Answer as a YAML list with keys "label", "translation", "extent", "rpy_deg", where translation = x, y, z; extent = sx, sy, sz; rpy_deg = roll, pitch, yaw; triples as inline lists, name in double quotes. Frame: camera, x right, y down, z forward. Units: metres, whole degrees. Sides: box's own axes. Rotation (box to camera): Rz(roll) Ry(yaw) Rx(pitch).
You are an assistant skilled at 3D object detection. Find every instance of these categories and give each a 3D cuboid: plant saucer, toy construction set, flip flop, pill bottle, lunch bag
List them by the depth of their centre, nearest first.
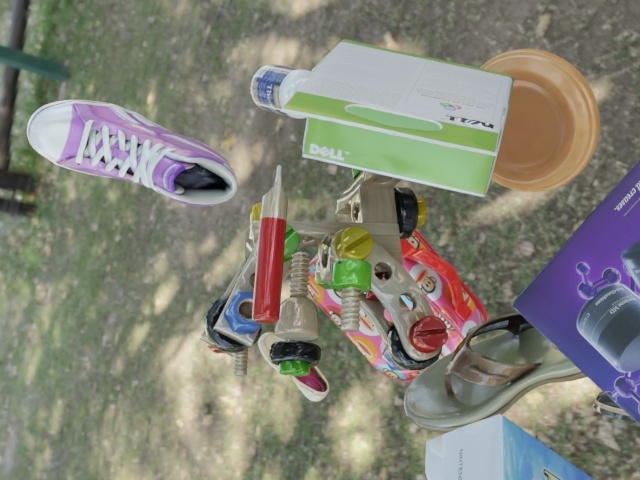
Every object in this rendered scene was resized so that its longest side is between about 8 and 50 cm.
- label: "toy construction set"
  translation: [0.000, 0.000, 0.917]
  extent: [0.257, 0.309, 0.237]
  rpy_deg: [0, 73, 10]
- label: "flip flop"
  translation: [0.202, 0.122, 0.972]
  extent: [0.277, 0.080, 0.112]
  rpy_deg: [-28, 32, 32]
- label: "plant saucer"
  translation: [0.277, -0.159, 1.228]
  extent: [0.200, 0.037, 0.200]
  rpy_deg: [14, 117, 29]
- label: "pill bottle"
  translation: [-0.039, -0.202, 1.230]
  extent: [0.120, 0.067, 0.067]
  rpy_deg: [23, 98, 52]
- label: "lunch bag"
  translation: [0.133, 0.091, 1.537]
  extent: [0.293, 0.120, 0.258]
  rpy_deg: [49, 139, -4]

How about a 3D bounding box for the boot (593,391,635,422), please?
- label: "boot"
  translation: [0.473, 0.173, 1.226]
  extent: [0.077, 0.198, 0.137]
  rpy_deg: [-120, 28, -77]

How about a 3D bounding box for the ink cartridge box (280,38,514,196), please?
- label: "ink cartridge box"
  translation: [0.074, -0.101, 0.850]
  extent: [0.255, 0.188, 0.097]
  rpy_deg: [-60, -18, -62]

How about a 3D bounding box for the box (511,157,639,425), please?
- label: "box"
  translation: [0.300, 0.010, 0.665]
  extent: [0.184, 0.103, 0.261]
  rpy_deg: [43, 121, 15]

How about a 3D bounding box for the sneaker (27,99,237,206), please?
- label: "sneaker"
  translation: [-0.241, -0.115, 1.184]
  extent: [0.161, 0.282, 0.102]
  rpy_deg: [-140, 63, -69]

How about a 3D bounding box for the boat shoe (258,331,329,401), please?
- label: "boat shoe"
  translation: [-0.045, 0.235, 1.720]
  extent: [0.063, 0.170, 0.059]
  rpy_deg: [-48, 1, -27]

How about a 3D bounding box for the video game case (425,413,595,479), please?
- label: "video game case"
  translation: [0.161, 0.262, 0.482]
  extent: [0.061, 0.269, 0.244]
  rpy_deg: [-33, 33, 36]
